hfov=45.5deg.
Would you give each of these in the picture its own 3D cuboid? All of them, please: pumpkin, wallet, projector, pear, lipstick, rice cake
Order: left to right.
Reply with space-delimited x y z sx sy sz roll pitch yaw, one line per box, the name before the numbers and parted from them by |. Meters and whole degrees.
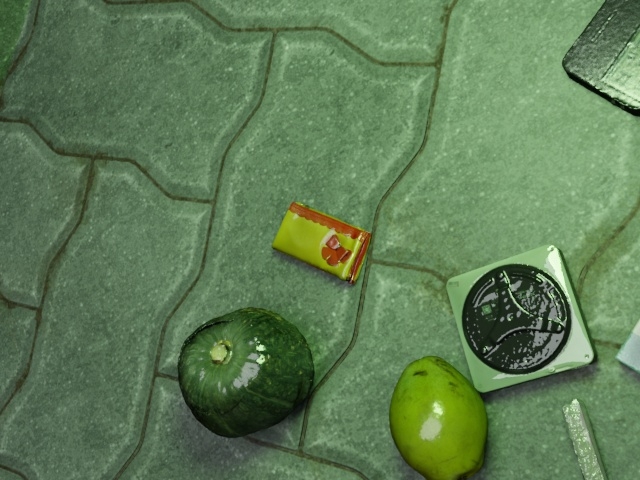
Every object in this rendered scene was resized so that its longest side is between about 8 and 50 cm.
pumpkin | -0.179 0.304 1.818 0.328 0.257 0.291 -34 54 12
wallet | 0.000 0.000 1.875 0.241 0.067 0.141 23 91 30
pear | 0.245 0.376 1.599 0.212 0.212 0.269 -29 61 22
projector | 0.415 0.166 1.610 0.257 0.079 0.259 -22 70 25
rice cake | 0.538 0.448 1.512 0.049 0.055 0.270 -18 73 14
lipstick | 0.686 0.112 1.477 0.068 0.066 0.317 34 98 29

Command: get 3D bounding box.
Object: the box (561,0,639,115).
box | 0.685 -0.450 1.577 0.211 0.058 0.350 42 102 26
